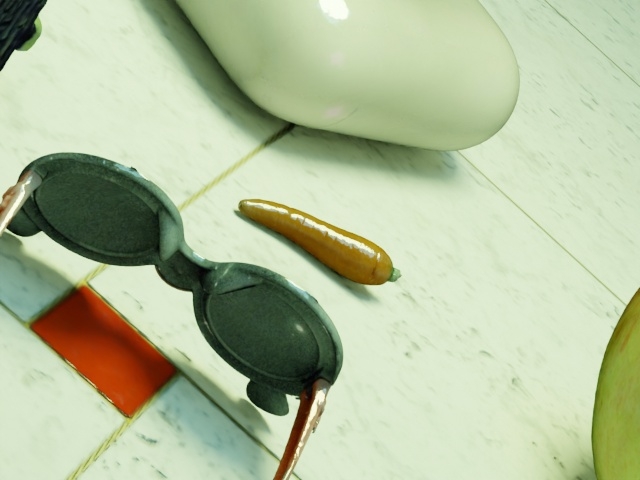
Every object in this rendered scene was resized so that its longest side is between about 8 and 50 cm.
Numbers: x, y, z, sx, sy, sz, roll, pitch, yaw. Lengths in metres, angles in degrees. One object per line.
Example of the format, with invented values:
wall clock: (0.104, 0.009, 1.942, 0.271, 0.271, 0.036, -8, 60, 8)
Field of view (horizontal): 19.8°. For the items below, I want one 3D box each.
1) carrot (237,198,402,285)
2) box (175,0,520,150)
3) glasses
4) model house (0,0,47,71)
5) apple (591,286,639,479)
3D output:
carrot: (0.000, 0.000, 1.381, 0.142, 0.035, 0.035, 27, 28, -15)
box: (0.012, -0.209, 1.610, 0.349, 0.141, 0.288, 7, 43, -53)
glasses: (-0.120, 0.094, 1.043, 0.234, 0.118, 0.268, 38, 44, -13)
model house: (-0.244, -0.211, 1.168, 0.211, 0.194, 0.170, 17, 32, -41)
apple: (0.359, 0.135, 1.343, 0.319, 0.277, 0.319, 4, 19, -1)
